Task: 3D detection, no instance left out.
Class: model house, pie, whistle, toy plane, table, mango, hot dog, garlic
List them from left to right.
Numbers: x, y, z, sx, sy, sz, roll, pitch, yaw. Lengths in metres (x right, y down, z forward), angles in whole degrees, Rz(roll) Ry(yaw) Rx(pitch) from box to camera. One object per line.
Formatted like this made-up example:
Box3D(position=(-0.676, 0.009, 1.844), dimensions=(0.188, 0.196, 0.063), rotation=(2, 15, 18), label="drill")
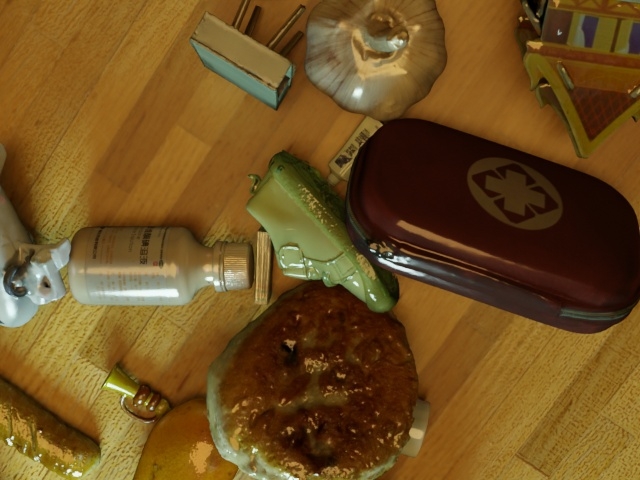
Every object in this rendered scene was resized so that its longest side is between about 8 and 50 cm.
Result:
Box3D(position=(-0.457, 0.003, 1.416), dimensions=(0.267, 0.122, 0.266), rotation=(18, 126, 26), label="toy plane")
Box3D(position=(-0.458, 0.266, 1.516), dimensions=(0.286, 0.061, 0.088), rotation=(30, 90, -4), label="hot dog")
Box3D(position=(-0.278, 0.237, 1.506), dimensions=(0.109, 0.046, 0.057), rotation=(38, 87, -10), label="whistle")
Box3D(position=(-0.204, 0.335, 1.487), dimensions=(0.141, 0.102, 0.217), rotation=(40, 102, -9), label="mango")
Box3D(position=(-0.080, -0.255, 1.300), dimensions=(0.122, 0.240, 0.111), rotation=(31, 90, -3), label="table")
Box3D(position=(-0.005, 0.201, 1.379), dimensions=(0.315, 0.092, 0.315), rotation=(-2, 60, 3), label="pie")
Box3D(position=(0.074, -0.246, 1.296), dimensions=(0.199, 0.226, 0.199), rotation=(0, 101, -2), label="garlic")
Box3D(position=(0.423, -0.267, 1.304), dimensions=(0.358, 0.242, 0.312), rotation=(7, 118, 1), label="model house")

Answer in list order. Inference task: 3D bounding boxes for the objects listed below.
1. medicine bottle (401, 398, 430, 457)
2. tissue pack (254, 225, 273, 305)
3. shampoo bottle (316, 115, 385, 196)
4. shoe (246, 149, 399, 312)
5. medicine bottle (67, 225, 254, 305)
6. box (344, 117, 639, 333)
Box3D(position=(0.060, 0.250, 1.463), dimensions=(0.183, 0.086, 0.086), rotation=(16, 102, 0), label="medicine bottle")
Box3D(position=(-0.080, 0.035, 1.445), dimensions=(0.023, 0.056, 0.108), rotation=(4, 100, 3), label="tissue pack")
Box3D(position=(0.045, -0.116, 1.420), dimensions=(0.049, 0.034, 0.141), rotation=(39, 103, -8), label="shampoo bottle")
Box3D(position=(0.006, -0.005, 1.379), dimensions=(0.128, 0.140, 0.262), rotation=(-38, 89, 27), label="shoe")
Box3D(position=(-0.221, 0.037, 1.426), dimensions=(0.252, 0.114, 0.114), rotation=(1, 101, 4), label="medicine bottle")
Box3D(position=(0.230, -0.025, 1.316), dimensions=(0.404, 0.263, 0.108), rotation=(18, 133, -4), label="box")
